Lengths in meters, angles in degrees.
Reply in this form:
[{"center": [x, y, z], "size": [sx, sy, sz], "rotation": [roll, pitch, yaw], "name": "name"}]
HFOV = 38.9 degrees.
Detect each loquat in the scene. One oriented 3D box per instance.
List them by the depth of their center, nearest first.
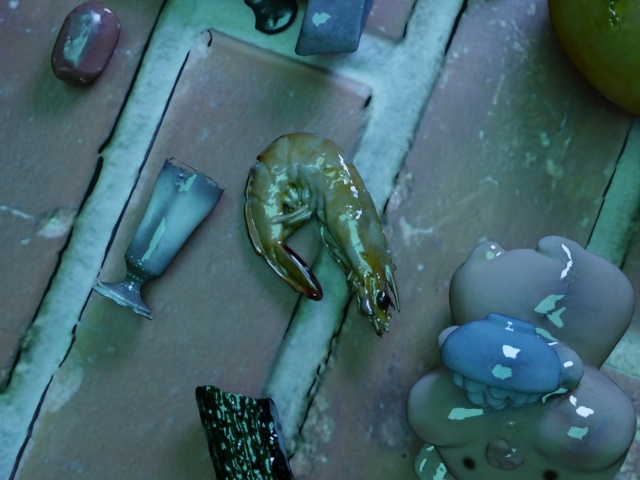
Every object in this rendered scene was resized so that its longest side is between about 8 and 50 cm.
[{"center": [0.349, -0.240, 0.861], "size": [0.263, 0.263, 0.262], "rotation": [0, 83, 2], "name": "loquat"}]

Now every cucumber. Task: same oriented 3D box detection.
[{"center": [-0.056, 0.264, 0.889], "size": [0.077, 0.077, 0.265], "rotation": [-15, 84, 0], "name": "cucumber"}]

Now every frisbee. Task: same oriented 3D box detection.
[{"center": [-0.099, -0.340, 0.991], "size": [0.211, 0.012, 0.187], "rotation": [22, 84, 4], "name": "frisbee"}]

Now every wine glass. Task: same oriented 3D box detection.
[{"center": [-0.164, -0.002, 0.926], "size": [0.072, 0.072, 0.155], "rotation": [29, 86, 5], "name": "wine glass"}]

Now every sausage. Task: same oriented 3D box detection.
[{"center": [-0.249, -0.209, 0.959], "size": [0.059, 0.054, 0.094], "rotation": [24, 85, 5], "name": "sausage"}]

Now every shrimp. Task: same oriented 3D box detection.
[{"center": [0.000, -0.001, 0.928], "size": [0.133, 0.053, 0.236], "rotation": [-25, 80, -3], "name": "shrimp"}]

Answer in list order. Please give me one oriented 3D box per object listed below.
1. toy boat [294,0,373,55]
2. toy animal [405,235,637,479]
[{"center": [-0.035, -0.351, 0.933], "size": [0.294, 0.111, 0.276], "rotation": [31, 85, 8], "name": "toy boat"}, {"center": [0.192, 0.121, 0.850], "size": [0.210, 0.229, 0.221], "rotation": [0, 39, 28], "name": "toy animal"}]
